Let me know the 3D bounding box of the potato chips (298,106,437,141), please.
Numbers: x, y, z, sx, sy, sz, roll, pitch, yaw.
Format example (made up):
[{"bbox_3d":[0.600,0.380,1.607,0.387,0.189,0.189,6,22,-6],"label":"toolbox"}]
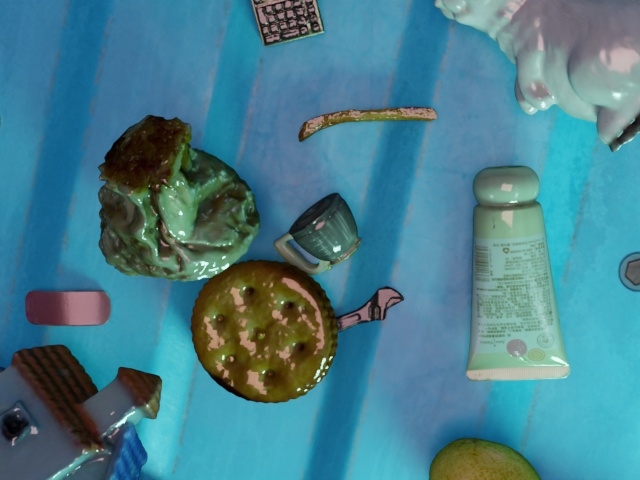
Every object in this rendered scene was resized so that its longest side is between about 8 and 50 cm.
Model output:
[{"bbox_3d":[0.066,-0.175,1.458,0.204,0.026,0.037,-8,97,6],"label":"potato chips"}]

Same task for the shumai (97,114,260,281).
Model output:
[{"bbox_3d":[-0.214,-0.078,1.384,0.225,0.260,0.222,-25,115,-21],"label":"shumai"}]

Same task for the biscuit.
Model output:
[{"bbox_3d":[-0.082,0.134,1.468,0.220,0.066,0.221,1,95,15],"label":"biscuit"}]

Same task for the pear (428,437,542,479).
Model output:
[{"bbox_3d":[0.228,0.361,1.416,0.178,0.178,0.178,1,94,7],"label":"pear"}]

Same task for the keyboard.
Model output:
[{"bbox_3d":[-0.074,-0.439,1.420,0.106,0.027,0.317,-13,105,9],"label":"keyboard"}]

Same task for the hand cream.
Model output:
[{"bbox_3d":[0.270,0.049,1.419,0.147,0.093,0.306,-3,96,8],"label":"hand cream"}]

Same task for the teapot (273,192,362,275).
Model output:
[{"bbox_3d":[0.006,-0.006,1.460,0.091,0.124,0.092,51,58,-12],"label":"teapot"}]

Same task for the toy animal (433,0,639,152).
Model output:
[{"bbox_3d":[0.334,-0.296,1.348,0.357,0.194,0.258,46,108,9],"label":"toy animal"}]

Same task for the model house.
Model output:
[{"bbox_3d":[-0.383,0.286,1.471,0.329,0.252,0.295,-39,65,-14],"label":"model house"}]

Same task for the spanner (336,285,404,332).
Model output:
[{"bbox_3d":[0.026,0.122,1.492,0.208,0.012,0.046,-23,91,9],"label":"spanner"}]

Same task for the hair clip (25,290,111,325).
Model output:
[{"bbox_3d":[-0.387,0.103,1.533,0.137,0.022,0.054,0,91,7],"label":"hair clip"}]
